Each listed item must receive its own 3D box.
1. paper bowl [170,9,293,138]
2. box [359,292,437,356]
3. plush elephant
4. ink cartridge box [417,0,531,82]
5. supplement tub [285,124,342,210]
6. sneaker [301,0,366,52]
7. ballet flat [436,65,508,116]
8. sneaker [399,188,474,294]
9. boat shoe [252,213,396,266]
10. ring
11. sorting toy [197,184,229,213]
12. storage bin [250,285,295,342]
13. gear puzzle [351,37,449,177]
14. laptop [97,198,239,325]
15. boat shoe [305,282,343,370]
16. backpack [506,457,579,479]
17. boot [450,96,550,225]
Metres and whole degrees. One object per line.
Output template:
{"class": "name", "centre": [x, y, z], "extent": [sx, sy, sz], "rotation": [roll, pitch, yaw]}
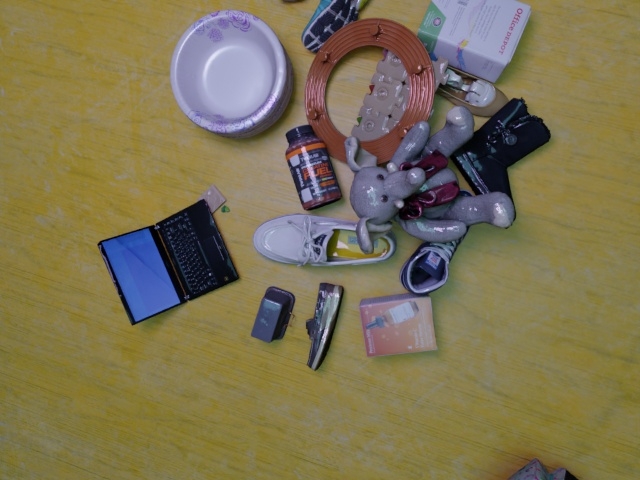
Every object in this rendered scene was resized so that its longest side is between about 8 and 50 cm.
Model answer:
{"class": "paper bowl", "centre": [-0.207, -0.394, 1.105], "extent": [0.284, 0.148, 0.285], "rotation": [1, 94, 9]}
{"class": "box", "centre": [0.189, 0.204, 1.105], "extent": [0.170, 0.091, 0.130], "rotation": [-9, 92, 9]}
{"class": "plush elephant", "centre": [0.176, -0.109, 0.939], "extent": [0.330, 0.255, 0.272], "rotation": [-20, 84, 44]}
{"class": "ink cartridge box", "centre": [0.343, -0.481, 1.029], "extent": [0.212, 0.093, 0.154], "rotation": [24, 83, 8]}
{"class": "supplement tub", "centre": [-0.024, -0.180, 1.110], "extent": [0.106, 0.106, 0.198], "rotation": [-19, 90, 9]}
{"class": "sneaker", "centre": [0.044, -0.586, 1.095], "extent": [0.110, 0.107, 0.275], "rotation": [45, 103, 32]}
{"class": "ballet flat", "centre": [0.336, -0.357, 1.060], "extent": [0.232, 0.073, 0.080], "rotation": [23, 94, 7]}
{"class": "sneaker", "centre": [0.282, 0.007, 1.048], "extent": [0.099, 0.153, 0.282], "rotation": [32, 97, 5]}
{"class": "boat shoe", "centre": [0.001, 0.009, 1.090], "extent": [0.366, 0.156, 0.136], "rotation": [6, 94, 8]}
{"class": "ring", "centre": [0.101, -0.346, 1.061], "extent": [0.336, 0.032, 0.337], "rotation": [6, 102, 28]}
{"class": "sorting toy", "centre": [-0.282, -0.099, 1.201], "extent": [0.062, 0.012, 0.083], "rotation": [-41, 83, 4]}
{"class": "storage bin", "centre": [-0.122, 0.198, 1.154], "extent": [0.098, 0.091, 0.135], "rotation": [19, 97, 7]}
{"class": "gear puzzle", "centre": [0.173, -0.286, 1.076], "extent": [0.175, 0.044, 0.339], "rotation": [30, 112, 22]}
{"class": "laptop", "centre": [-0.389, 0.052, 1.162], "extent": [0.264, 0.136, 0.234], "rotation": [-24, 90, 16]}
{"class": "boat shoe", "centre": [-0.001, 0.215, 1.146], "extent": [0.073, 0.080, 0.224], "rotation": [17, 90, 13]}
{"class": "backpack", "centre": [0.486, 0.646, 1.021], "extent": [0.191, 0.225, 0.254], "rotation": [39, 103, 27]}
{"class": "boot", "centre": [0.443, -0.180, 1.042], "extent": [0.207, 0.094, 0.247], "rotation": [-34, 87, 10]}
